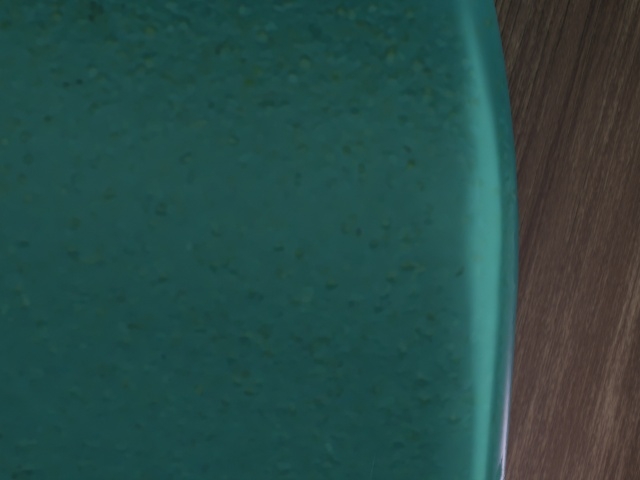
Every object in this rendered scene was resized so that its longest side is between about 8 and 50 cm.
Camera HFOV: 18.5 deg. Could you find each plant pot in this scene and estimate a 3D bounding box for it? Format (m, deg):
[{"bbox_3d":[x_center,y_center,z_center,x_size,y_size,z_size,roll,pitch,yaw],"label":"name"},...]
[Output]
[{"bbox_3d":[-0.079,-0.031,0.535,0.247,0.248,0.252,-123,-139,-71],"label":"plant pot"}]
